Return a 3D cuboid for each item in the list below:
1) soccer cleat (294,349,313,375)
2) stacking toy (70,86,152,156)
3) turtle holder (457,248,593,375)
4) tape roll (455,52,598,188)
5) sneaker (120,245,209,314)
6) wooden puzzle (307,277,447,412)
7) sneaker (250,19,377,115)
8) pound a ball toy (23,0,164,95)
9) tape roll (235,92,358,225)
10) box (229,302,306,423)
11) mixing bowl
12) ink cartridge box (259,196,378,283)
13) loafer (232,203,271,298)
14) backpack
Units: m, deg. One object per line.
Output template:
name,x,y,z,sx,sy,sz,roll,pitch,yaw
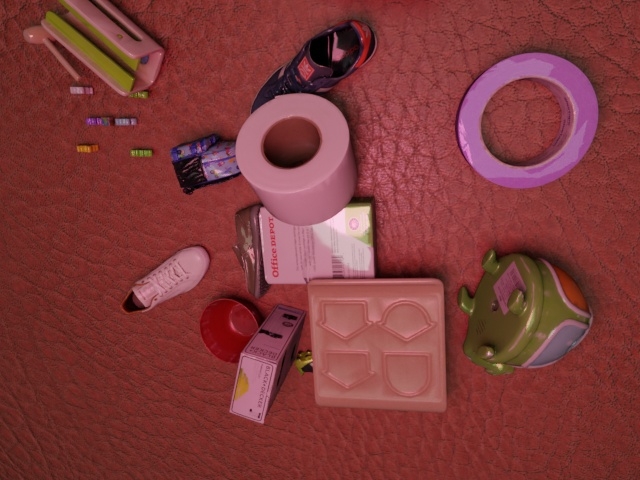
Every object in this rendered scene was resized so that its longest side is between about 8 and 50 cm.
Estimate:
soccer cleat,0.015,0.334,1.268,0.178,0.060,0.073,-12,112,21
stacking toy,-0.545,-0.312,1.208,0.220,0.052,0.167,5,108,8
turtle holder,0.457,0.194,1.041,0.227,0.243,0.321,13,99,-10
tape roll,0.437,-0.255,0.997,0.274,0.090,0.275,3,105,11
sneaker,-0.429,0.123,1.264,0.290,0.123,0.106,-36,94,17
wooden puzzle,0.138,0.250,1.122,0.321,0.080,0.348,-2,103,13
sneaker,-0.035,-0.369,1.031,0.350,0.148,0.131,-37,95,19
pound a ball toy,-0.553,-0.492,1.132,0.319,0.136,0.208,41,134,-1
tape roll,-0.046,-0.174,1.021,0.245,0.169,0.246,-4,67,10
box,-0.124,0.294,1.158,0.087,0.290,0.169,16,109,7
mixing bowl,-0.227,0.232,1.257,0.181,0.098,0.182,4,102,18
ink cartridge box,0.000,0.000,1.143,0.272,0.115,0.199,-1,105,11
loafer,-0.178,0.028,1.210,0.087,0.094,0.252,3,101,23
backpack,-0.255,-0.198,1.120,0.173,0.158,0.117,-13,109,12
